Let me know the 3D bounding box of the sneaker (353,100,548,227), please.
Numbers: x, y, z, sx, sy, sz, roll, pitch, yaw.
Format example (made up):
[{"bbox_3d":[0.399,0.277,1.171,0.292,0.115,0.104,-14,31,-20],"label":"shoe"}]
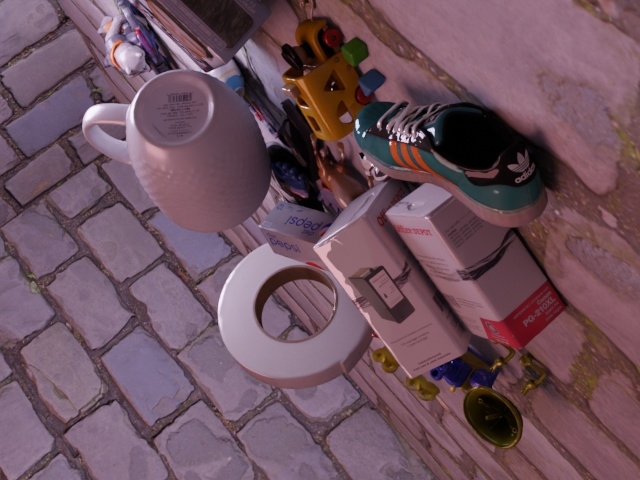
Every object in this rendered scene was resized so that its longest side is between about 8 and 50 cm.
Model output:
[{"bbox_3d":[0.149,-0.130,1.030,0.302,0.108,0.121,31,157,40],"label":"sneaker"}]

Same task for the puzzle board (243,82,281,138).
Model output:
[{"bbox_3d":[-0.135,-0.289,1.866,0.128,0.011,0.096,52,169,0],"label":"puzzle board"}]

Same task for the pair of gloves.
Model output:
[{"bbox_3d":[-0.016,-0.111,1.751,0.198,0.023,0.159,27,168,16],"label":"pair of gloves"}]

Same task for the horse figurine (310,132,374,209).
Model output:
[{"bbox_3d":[0.061,-0.097,1.553,0.263,0.066,0.174,48,166,23],"label":"horse figurine"}]

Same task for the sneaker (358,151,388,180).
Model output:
[{"bbox_3d":[0.093,-0.129,1.391,0.043,0.040,0.109,58,167,-20],"label":"sneaker"}]

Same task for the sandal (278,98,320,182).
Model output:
[{"bbox_3d":[-0.044,-0.187,1.679,0.097,0.054,0.254,57,172,28],"label":"sandal"}]

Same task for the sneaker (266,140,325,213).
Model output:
[{"bbox_3d":[-0.055,-0.120,1.903,0.234,0.078,0.106,58,170,-17],"label":"sneaker"}]

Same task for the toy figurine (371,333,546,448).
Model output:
[{"bbox_3d":[0.299,0.235,1.595,0.362,0.191,0.217,34,-170,37],"label":"toy figurine"}]

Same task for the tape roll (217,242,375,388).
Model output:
[{"bbox_3d":[-0.054,0.167,2.000,0.392,0.392,0.072,45,167,31],"label":"tape roll"}]

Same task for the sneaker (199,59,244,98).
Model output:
[{"bbox_3d":[-0.225,-0.342,1.858,0.092,0.087,0.229,58,169,-4],"label":"sneaker"}]

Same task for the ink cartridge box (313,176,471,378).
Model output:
[{"bbox_3d":[0.135,0.054,1.365,0.273,0.115,0.198,54,-151,-9],"label":"ink cartridge box"}]

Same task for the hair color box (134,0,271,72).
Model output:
[{"bbox_3d":[-0.211,-0.393,1.406,0.185,0.113,0.374,42,178,-15],"label":"hair color box"}]

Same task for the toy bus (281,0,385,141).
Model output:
[{"bbox_3d":[-0.006,-0.247,1.255,0.202,0.104,0.191,48,168,19],"label":"toy bus"}]

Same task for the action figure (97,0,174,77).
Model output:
[{"bbox_3d":[-0.522,-0.501,2.347,0.341,0.178,0.330,58,177,-20],"label":"action figure"}]

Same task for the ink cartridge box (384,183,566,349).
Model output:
[{"bbox_3d":[0.221,0.028,1.215,0.237,0.100,0.172,53,169,-12],"label":"ink cartridge box"}]

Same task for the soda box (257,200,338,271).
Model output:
[{"bbox_3d":[0.000,0.000,1.835,0.286,0.091,0.098,17,148,41],"label":"soda box"}]

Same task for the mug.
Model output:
[{"bbox_3d":[-0.305,-0.203,1.713,0.374,0.276,0.328,8,163,8],"label":"mug"}]
